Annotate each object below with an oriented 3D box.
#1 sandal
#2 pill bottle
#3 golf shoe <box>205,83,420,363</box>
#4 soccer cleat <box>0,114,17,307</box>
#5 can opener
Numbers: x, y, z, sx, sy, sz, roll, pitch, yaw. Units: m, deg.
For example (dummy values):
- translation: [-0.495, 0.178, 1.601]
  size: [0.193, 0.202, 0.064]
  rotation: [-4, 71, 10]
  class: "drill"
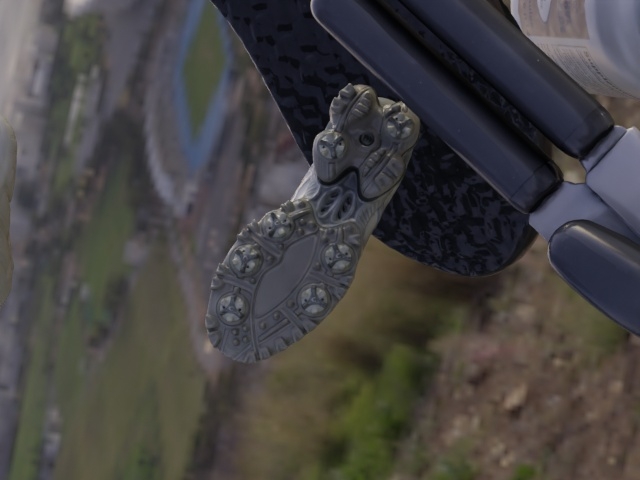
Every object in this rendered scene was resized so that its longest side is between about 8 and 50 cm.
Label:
- translation: [0.014, -0.172, 1.210]
  size: [0.446, 0.107, 0.167]
  rotation: [52, 123, 17]
  class: "sandal"
- translation: [0.225, -0.156, 1.230]
  size: [0.229, 0.131, 0.131]
  rotation: [-155, 78, -72]
  class: "pill bottle"
- translation: [0.000, 0.000, 1.054]
  size: [0.176, 0.069, 0.086]
  rotation: [-54, -10, -12]
  class: "golf shoe"
- translation: [-0.231, -0.003, 1.233]
  size: [0.068, 0.076, 0.196]
  rotation: [46, 125, 35]
  class: "soccer cleat"
- translation: [0.109, -0.049, 0.945]
  size: [0.076, 0.283, 0.095]
  rotation: [-48, -6, 15]
  class: "can opener"
